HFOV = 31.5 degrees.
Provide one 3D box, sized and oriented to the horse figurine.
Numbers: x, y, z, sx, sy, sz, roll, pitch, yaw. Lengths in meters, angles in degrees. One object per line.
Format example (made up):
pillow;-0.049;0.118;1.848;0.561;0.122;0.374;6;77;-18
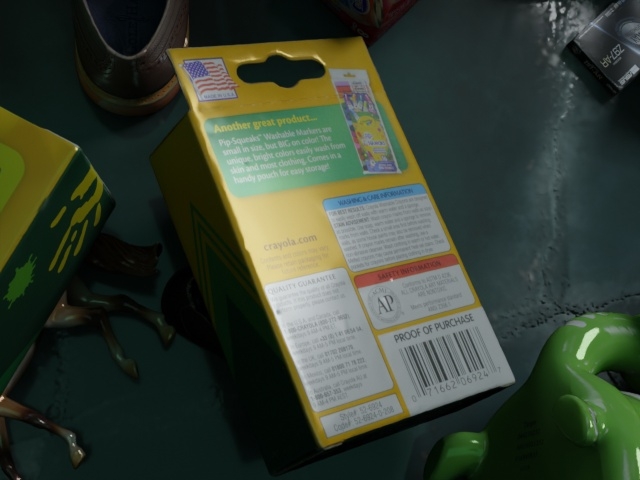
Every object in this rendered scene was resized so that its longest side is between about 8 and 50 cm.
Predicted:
horse figurine;-0.234;0.090;0.914;0.174;0.066;0.263;35;85;5

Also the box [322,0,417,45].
box;0.097;-0.313;0.999;0.122;0.128;0.257;44;77;0

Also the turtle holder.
turtle holder;0.221;0.224;0.904;0.227;0.243;0.320;22;38;-20

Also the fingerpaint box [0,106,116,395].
fingerpaint box;-0.439;0.009;0.822;0.444;0.163;0.371;27;78;7

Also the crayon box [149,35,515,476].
crayon box;0.000;0.000;0.904;0.203;0.083;0.323;-11;73;-37

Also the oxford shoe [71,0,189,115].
oxford shoe;-0.158;-0.297;0.955;0.129;0.133;0.364;-6;82;-9

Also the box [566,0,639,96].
box;0.283;-0.187;1.064;0.083;0.018;0.067;-42;89;-13

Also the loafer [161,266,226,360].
loafer;-0.032;0.089;0.941;0.220;0.078;0.080;24;78;-4
